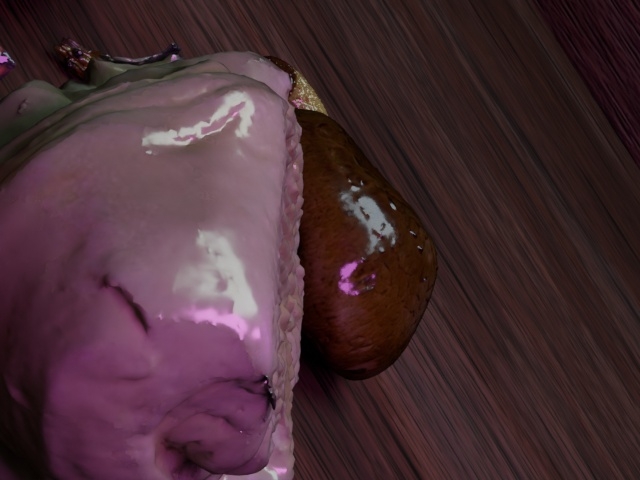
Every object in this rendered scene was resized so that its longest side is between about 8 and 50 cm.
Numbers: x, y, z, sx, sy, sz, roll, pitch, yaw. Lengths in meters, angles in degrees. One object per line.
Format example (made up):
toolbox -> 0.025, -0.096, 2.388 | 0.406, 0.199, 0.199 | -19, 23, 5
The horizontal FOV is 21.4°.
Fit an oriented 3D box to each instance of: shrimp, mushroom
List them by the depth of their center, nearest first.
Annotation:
shrimp -> -0.164, -0.128, 1.284 | 0.108, 0.023, 0.059 | 37, 19, -40
mushroom -> 0.012, -0.008, 1.324 | 0.231, 0.138, 0.194 | 62, 21, 14

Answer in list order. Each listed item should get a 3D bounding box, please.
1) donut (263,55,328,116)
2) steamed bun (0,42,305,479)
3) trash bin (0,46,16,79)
donut -> -0.037, -0.098, 1.467 | 0.140, 0.059, 0.140 | 47, 24, -29
steamed bun -> -0.111, 0.024, 0.903 | 0.320, 0.206, 0.275 | 94, 0, -67
trash bin -> -0.267, -0.046, 0.734 | 0.161, 0.184, 0.239 | 53, 27, -7
